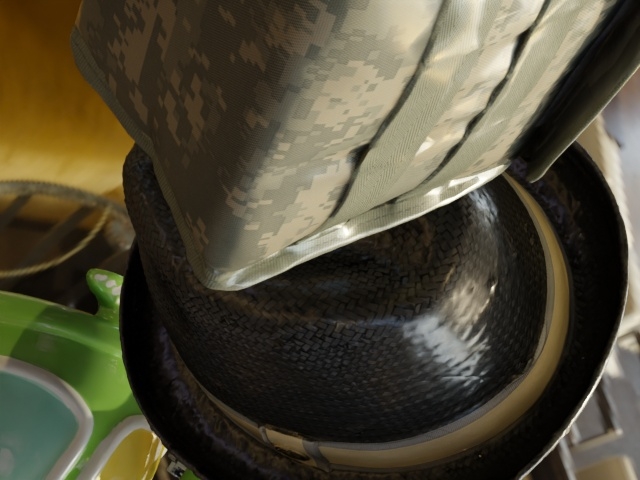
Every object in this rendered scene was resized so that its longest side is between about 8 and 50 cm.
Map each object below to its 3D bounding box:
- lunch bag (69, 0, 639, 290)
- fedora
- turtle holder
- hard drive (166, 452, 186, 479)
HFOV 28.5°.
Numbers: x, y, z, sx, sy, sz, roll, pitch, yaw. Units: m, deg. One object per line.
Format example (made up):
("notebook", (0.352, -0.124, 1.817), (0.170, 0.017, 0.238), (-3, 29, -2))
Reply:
("lunch bag", (0.065, -0.130, 0.522), (0.287, 0.235, 0.169), (-21, 69, -29))
("fedora", (0.000, 0.000, 0.722), (0.152, 0.334, 0.334), (50, 30, -55))
("turtle holder", (-0.227, 0.166, 1.047), (0.320, 0.243, 0.227), (24, 61, -23))
("hard drive", (-0.011, 0.342, 1.476), (0.064, 0.237, 0.339), (-57, 142, -8))
